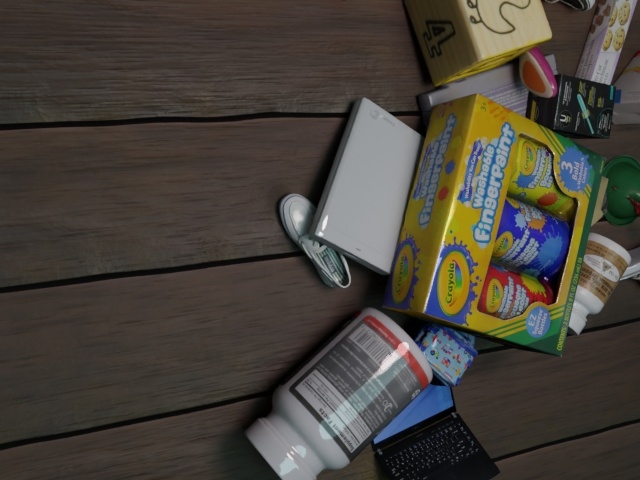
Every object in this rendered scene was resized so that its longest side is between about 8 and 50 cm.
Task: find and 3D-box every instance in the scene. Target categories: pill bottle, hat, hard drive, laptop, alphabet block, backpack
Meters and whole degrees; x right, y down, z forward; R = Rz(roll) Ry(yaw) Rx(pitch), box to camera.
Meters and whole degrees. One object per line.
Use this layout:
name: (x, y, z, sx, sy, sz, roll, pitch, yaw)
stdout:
pill bottle: (0.636, 0.107, 1.713, 0.131, 0.131, 0.229, 36, 84, -24)
hat: (0.814, -0.105, 1.735, 0.173, 0.183, 0.208, -35, 110, -17)
hard drive: (0.108, -0.109, 1.454, 0.203, 0.040, 0.308, 28, 73, -29)
laptop: (0.244, 0.430, 1.578, 0.234, 0.264, 0.137, -20, 141, -20)
alphabet block: (0.316, -0.452, 1.440, 0.192, 0.193, 0.197, -22, 93, -19)
backpack: (0.275, 0.219, 1.570, 0.158, 0.117, 0.173, 46, 70, -13)
pill bottle: (0.034, 0.325, 1.431, 0.363, 0.210, 0.210, -41, 111, -13)

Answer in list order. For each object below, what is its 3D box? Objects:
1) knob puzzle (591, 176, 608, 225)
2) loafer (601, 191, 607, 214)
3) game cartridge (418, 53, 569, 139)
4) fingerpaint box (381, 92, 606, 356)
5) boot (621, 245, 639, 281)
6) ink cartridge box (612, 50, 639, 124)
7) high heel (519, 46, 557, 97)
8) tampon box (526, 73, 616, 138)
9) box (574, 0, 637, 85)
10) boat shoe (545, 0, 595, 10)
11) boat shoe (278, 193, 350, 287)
knob puzzle: (0.563, -0.088, 1.658, 0.213, 0.030, 0.213, 0, 72, -1)
loafer: (0.606, -0.028, 1.706, 0.267, 0.096, 0.084, -40, 118, -17)
game cartridge: (0.396, -0.272, 1.595, 0.355, 0.068, 0.230, -21, 101, -21)
fingerpaint box: (0.367, -0.022, 1.468, 0.371, 0.163, 0.445, 20, 81, -25)
boot: (0.841, 0.081, 1.823, 0.258, 0.095, 0.123, -22, 106, -17)
ink cartridge box: (0.804, -0.393, 1.718, 0.078, 0.134, 0.231, 42, 79, -23)
high heel: (0.477, -0.401, 1.534, 0.117, 0.244, 0.082, -14, 139, -12)
tampon box: (0.555, -0.295, 1.577, 0.161, 0.101, 0.120, 5, 95, -24)
box: (0.680, -0.479, 1.690, 0.067, 0.063, 0.324, 19, 89, -24)
boat shoe: (0.525, -0.577, 1.604, 0.219, 0.078, 0.070, 31, 84, -16)
boat shoe: (0.000, 0.000, 1.444, 0.083, 0.076, 0.226, -41, 111, -14)
